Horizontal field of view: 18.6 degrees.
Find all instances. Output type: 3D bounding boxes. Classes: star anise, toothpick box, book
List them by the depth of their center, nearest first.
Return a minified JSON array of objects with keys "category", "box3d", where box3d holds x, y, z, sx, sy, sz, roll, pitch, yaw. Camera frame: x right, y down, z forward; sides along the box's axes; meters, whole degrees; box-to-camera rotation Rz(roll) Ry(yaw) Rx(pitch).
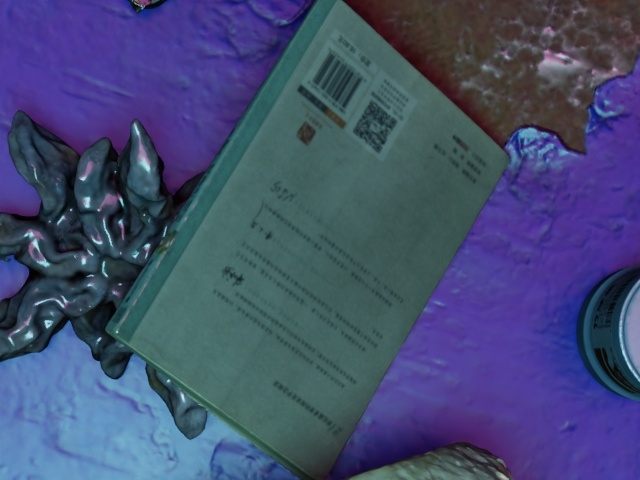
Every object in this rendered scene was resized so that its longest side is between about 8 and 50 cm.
[{"category":"book","box3d":[0.000,0.000,1.352,0.215,0.025,0.283,41,75,-31]},{"category":"toothpick box","box3d":[0.240,0.064,1.361,0.101,0.153,0.101,0,87,-2]},{"category":"star anise","box3d":[-0.134,0.010,1.370,0.282,0.129,0.212,15,103,2]}]

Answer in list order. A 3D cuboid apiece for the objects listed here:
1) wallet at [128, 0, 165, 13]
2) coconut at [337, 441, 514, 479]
[{"category":"wallet","box3d":[-0.159,-0.286,1.425,0.122,0.031,0.232,-38,91,-9]},{"category":"coconut","box3d":[0.039,0.311,1.270,0.297,0.297,0.309,-19,82,-4]}]
